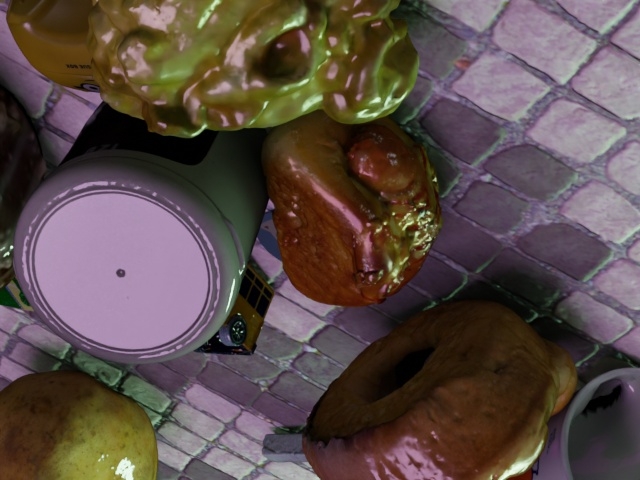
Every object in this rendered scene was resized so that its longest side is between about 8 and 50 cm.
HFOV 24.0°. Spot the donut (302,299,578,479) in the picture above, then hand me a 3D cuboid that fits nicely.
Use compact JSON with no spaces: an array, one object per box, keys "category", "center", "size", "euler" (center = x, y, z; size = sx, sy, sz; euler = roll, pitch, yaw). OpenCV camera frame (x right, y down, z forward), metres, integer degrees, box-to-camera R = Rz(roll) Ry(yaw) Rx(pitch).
[{"category":"donut","center":[0.122,0.190,1.637],"size":[0.317,0.299,0.150],"euler":[-34,104,28]}]

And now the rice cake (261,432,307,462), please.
[{"category":"rice cake","center":[0.022,0.288,2.072],"size":[0.245,0.042,0.045],"euler":[-2,151,38]}]

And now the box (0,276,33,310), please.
[{"category":"box","center":[-0.390,0.048,2.009],"size":[0.235,0.034,0.132],"euler":[9,145,24]}]

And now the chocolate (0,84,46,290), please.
[{"category":"chocolate","center":[-0.441,-0.059,1.664],"size":[0.225,0.210,0.340],"euler":[-13,133,14]}]

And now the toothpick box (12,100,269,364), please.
[{"category":"toothpick box","center":[-0.153,-0.032,1.481],"size":[0.229,0.316,0.229],"euler":[4,118,7]}]

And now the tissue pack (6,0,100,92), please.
[{"category":"tissue pack","center":[-0.193,-0.203,1.413],"size":[0.178,0.123,0.127],"euler":[5,151,28]}]

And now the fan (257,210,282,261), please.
[{"category":"fan","center":[0.000,0.000,1.694],"size":[0.175,0.005,0.113],"euler":[-7,136,41]}]

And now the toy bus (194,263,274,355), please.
[{"category":"toy bus","center":[-0.147,0.043,1.757],"size":[0.098,0.114,0.201],"euler":[0,146,35]}]

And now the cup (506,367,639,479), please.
[{"category":"cup","center":[0.305,0.300,1.734],"size":[0.212,0.212,0.317],"euler":[28,149,-5]}]

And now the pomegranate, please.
[{"category":"pomegranate","center":[-0.378,0.318,2.193],"size":[0.281,0.281,0.281],"euler":[18,148,12]}]

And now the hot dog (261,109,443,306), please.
[{"category":"hot dog","center":[0.039,-0.029,1.496],"size":[0.153,0.150,0.257],"euler":[22,149,22]}]

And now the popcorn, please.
[{"category":"popcorn","center":[-0.050,-0.199,1.248],"size":[0.285,0.174,0.225],"euler":[-2,135,-15]}]
